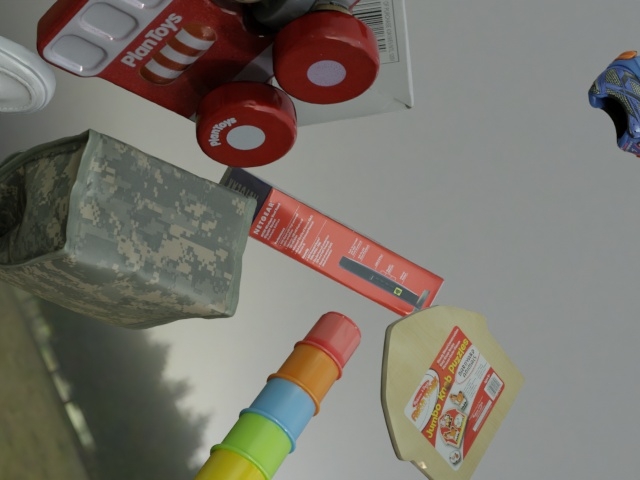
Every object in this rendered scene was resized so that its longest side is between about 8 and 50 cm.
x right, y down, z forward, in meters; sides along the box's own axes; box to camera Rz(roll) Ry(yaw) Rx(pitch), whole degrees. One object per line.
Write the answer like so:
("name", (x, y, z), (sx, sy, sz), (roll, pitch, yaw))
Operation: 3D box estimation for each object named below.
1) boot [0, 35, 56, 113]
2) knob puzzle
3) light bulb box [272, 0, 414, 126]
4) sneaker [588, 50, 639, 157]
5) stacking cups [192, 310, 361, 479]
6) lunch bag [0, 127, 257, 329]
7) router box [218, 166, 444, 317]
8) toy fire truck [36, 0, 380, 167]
("boot", (-0.405, -0.155, 1.533), (0.123, 0.258, 0.095), (-81, -174, -49))
("knob puzzle", (0.123, 0.154, 1.632), (0.030, 0.213, 0.213), (-2, -66, 50))
("light bulb box", (-0.030, -0.383, 1.825), (0.358, 0.225, 0.361), (79, 4, -56))
("sneaker", (0.403, -0.122, 1.853), (0.221, 0.087, 0.083), (54, -19, 15))
("stacking cups", (-0.052, 0.214, 1.924), (0.096, 0.316, 0.096), (26, -31, 17))
("lunch bag", (-0.252, -0.001, 1.706), (0.287, 0.235, 0.169), (-12, -118, 48))
("router box", (0.000, 0.000, 2.355), (0.301, 0.082, 0.335), (28, 1, -17))
("toy fire truck", (-0.095, -0.220, 1.446), (0.302, 0.254, 0.169), (-36, -136, 39))
